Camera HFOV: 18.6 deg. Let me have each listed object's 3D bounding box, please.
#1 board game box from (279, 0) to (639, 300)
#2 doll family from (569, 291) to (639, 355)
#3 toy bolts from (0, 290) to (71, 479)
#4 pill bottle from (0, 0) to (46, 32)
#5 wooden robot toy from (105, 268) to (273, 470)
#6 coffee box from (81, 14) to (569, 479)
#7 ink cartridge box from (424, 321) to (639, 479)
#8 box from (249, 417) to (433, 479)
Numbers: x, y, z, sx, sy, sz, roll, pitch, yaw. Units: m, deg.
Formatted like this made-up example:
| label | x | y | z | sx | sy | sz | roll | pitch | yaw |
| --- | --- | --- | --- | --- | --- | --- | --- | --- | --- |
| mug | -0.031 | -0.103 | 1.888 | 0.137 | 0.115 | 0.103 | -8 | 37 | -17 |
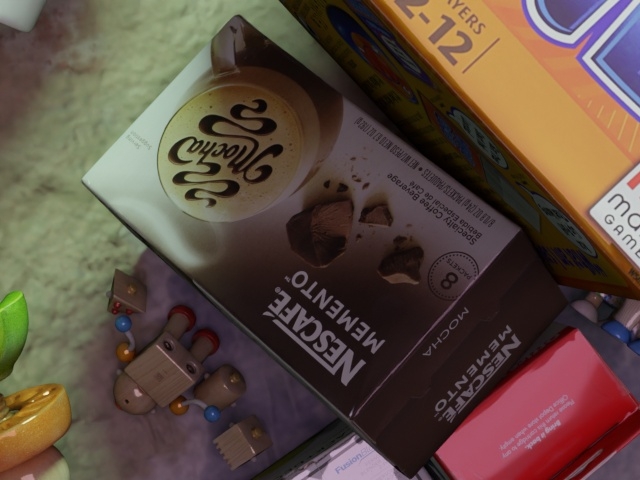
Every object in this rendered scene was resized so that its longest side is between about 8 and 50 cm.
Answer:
| label | x | y | z | sx | sy | sz | roll | pitch | yaw |
| --- | --- | --- | --- | --- | --- | --- | --- | --- | --- |
| board game box | 0.178 | -0.214 | 1.219 | 0.356 | 0.356 | 0.356 | -43 | 93 | -2 |
| doll family | 0.212 | -0.034 | 1.468 | 0.263 | 0.118 | 0.163 | 36 | 93 | 10 |
| toy bolts | -0.294 | 0.162 | 1.352 | 0.228 | 0.218 | 0.158 | -19 | 101 | 11 |
| pill bottle | -0.193 | -0.323 | 1.340 | 0.188 | 0.188 | 0.334 | 25 | 95 | -8 |
| wooden robot toy | -0.115 | 0.104 | 1.445 | 0.173 | 0.076 | 0.079 | 47 | 120 | -7 |
| coffee box | 0.000 | 0.000 | 1.340 | 0.168 | 0.119 | 0.297 | -47 | 56 | -4 |
| ink cartridge box | 0.137 | 0.125 | 1.386 | 0.134 | 0.231 | 0.078 | -39 | 97 | -6 |
| box | 0.053 | 0.283 | 1.451 | 0.169 | 0.087 | 0.290 | -36 | 97 | -6 |
